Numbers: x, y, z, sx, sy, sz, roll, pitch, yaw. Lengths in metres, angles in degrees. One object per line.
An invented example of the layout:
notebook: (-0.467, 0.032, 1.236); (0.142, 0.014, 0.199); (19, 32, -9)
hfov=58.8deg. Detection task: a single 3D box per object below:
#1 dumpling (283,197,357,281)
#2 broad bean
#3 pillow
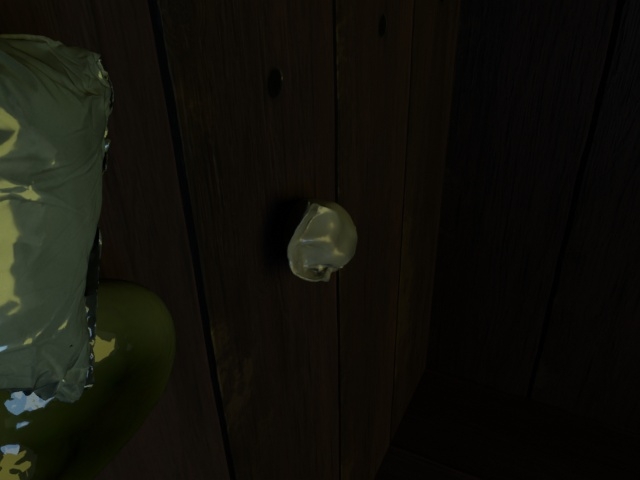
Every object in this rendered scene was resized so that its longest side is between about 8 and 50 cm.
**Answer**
dumpling: (0.000, 0.000, 1.104); (0.250, 0.132, 0.162); (18, 82, -67)
broad bean: (-0.263, 0.161, 0.578); (0.291, 0.119, 0.238); (-45, 146, -40)
pillow: (-0.276, -0.023, 0.400); (0.283, 0.138, 0.309); (12, 83, -49)
